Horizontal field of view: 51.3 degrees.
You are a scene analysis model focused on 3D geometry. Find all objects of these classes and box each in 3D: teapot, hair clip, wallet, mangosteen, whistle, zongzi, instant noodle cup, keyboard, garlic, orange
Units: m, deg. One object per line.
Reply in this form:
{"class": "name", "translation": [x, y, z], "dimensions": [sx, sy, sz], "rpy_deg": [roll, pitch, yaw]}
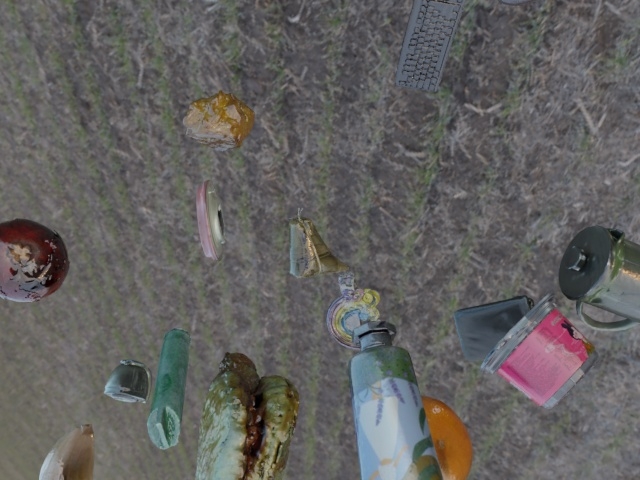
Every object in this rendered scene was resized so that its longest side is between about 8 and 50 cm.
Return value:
{"class": "teapot", "translation": [0.714, 0.114, 1.562], "dimensions": [0.337, 0.200, 0.270], "rpy_deg": [21, 132, -11]}
{"class": "hair clip", "translation": [0.067, 0.149, 1.318], "dimensions": [0.116, 0.049, 0.172], "rpy_deg": [-8, 101, 16]}
{"class": "wallet", "translation": [0.526, 0.262, 1.979], "dimensions": [0.245, 0.052, 0.169], "rpy_deg": [-16, 85, 32]}
{"class": "teapot", "translation": [-0.493, 0.374, 1.771], "dimensions": [0.111, 0.108, 0.149], "rpy_deg": [-14, 149, 44]}
{"class": "mangosteen", "translation": [-0.566, 0.037, 1.272], "dimensions": [0.166, 0.166, 0.180], "rpy_deg": [51, 164, -15]}
{"class": "whistle", "translation": [-0.174, 0.166, 0.777], "dimensions": [0.039, 0.039, 0.186], "rpy_deg": [58, -174, -24]}
{"class": "zongzi", "translation": [0.000, 0.000, 1.767], "dimensions": [0.081, 0.178, 0.189], "rpy_deg": [13, 107, 60]}
{"class": "instant noodle cup", "translation": [0.524, 0.273, 1.561], "dimensions": [0.181, 0.302, 0.258], "rpy_deg": [44, 137, 20]}
{"class": "keyboard", "translation": [0.183, -0.355, 1.085], "dimensions": [0.087, 0.017, 0.250], "rpy_deg": [9, 135, -5]}
{"class": "garlic", "translation": [-0.526, 0.482, 1.375], "dimensions": [0.087, 0.196, 0.101], "rpy_deg": [-12, 164, 42]}
{"class": "orange", "translation": [0.244, 0.490, 1.579], "dimensions": [0.240, 0.240, 0.171], "rpy_deg": [45, 139, -6]}

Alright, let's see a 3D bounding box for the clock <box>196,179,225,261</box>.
{"class": "clock", "translation": [-0.319, -0.059, 1.974], "dimensions": [0.056, 0.244, 0.244], "rpy_deg": [-6, 137, -1]}

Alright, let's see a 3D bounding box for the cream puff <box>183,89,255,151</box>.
{"class": "cream puff", "translation": [-0.167, -0.205, 1.125], "dimensions": [0.122, 0.094, 0.116], "rpy_deg": [21, 164, -30]}

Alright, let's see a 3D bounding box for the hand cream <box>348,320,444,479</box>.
{"class": "hand cream", "translation": [0.068, 0.189, 0.539], "dimensions": [0.088, 0.256, 0.055], "rpy_deg": [-10, 150, 2]}

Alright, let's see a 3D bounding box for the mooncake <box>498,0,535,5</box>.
{"class": "mooncake", "translation": [0.356, -0.544, 1.193], "dimensions": [0.245, 0.133, 0.245], "rpy_deg": [10, 127, 13]}

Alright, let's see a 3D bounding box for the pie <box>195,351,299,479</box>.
{"class": "pie", "translation": [-0.164, 0.464, 1.333], "dimensions": [0.180, 0.418, 0.395], "rpy_deg": [12, 180, -13]}
